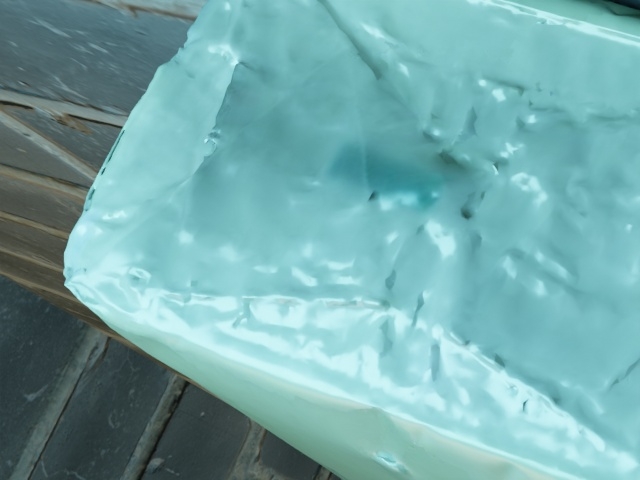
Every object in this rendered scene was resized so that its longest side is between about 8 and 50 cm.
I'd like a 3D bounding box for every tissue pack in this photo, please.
[{"bbox_3d":[0.105,0.039,0.824,0.297,0.207,0.380,20,169,24],"label":"tissue pack"}]
